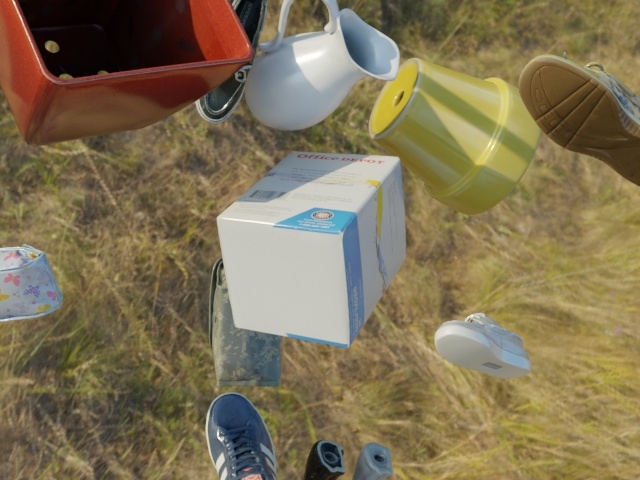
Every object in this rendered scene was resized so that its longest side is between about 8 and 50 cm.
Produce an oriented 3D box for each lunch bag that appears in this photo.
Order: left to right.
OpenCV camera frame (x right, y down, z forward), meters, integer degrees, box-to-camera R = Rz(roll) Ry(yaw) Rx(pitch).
[{"bbox_3d":[-0.321,0.045,0.799,0.083,0.071,0.053,-6,35,6],"label":"lunch bag"},{"bbox_3d":[-0.170,0.167,1.719,0.168,0.235,0.287,2,15,-8],"label":"lunch bag"}]

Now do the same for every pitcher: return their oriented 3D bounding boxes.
[{"bbox_3d":[-0.024,-0.248,1.028,0.178,0.207,0.126,44,47,-27],"label":"pitcher"}]

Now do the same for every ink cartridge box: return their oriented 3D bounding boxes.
[{"bbox_3d":[0.000,0.000,1.012,0.171,0.168,0.233,7,30,23],"label":"ink cartridge box"}]

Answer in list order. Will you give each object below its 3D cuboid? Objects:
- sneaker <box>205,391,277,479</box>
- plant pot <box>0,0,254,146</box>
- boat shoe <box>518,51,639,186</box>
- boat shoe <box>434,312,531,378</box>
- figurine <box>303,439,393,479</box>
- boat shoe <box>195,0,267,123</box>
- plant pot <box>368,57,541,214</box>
[{"bbox_3d":[-0.136,0.456,1.453,0.131,0.148,0.350,-14,70,-13],"label":"sneaker"},{"bbox_3d":[-0.291,-0.264,0.948,0.267,0.235,0.267,-18,79,-39],"label":"plant pot"},{"bbox_3d":[0.392,-0.172,1.049,0.285,0.104,0.089,33,43,-17],"label":"boat shoe"},{"bbox_3d":[0.213,0.129,0.979,0.184,0.066,0.063,21,53,-34],"label":"boat shoe"},{"bbox_3d":[0.039,0.553,1.707,0.214,0.209,0.092,11,33,-30],"label":"figurine"},{"bbox_3d":[-0.182,-0.385,1.571,0.113,0.306,0.105,23,15,-17],"label":"boat shoe"},{"bbox_3d":[0.231,-0.207,1.380,0.239,0.254,0.254,26,48,-20],"label":"plant pot"}]
